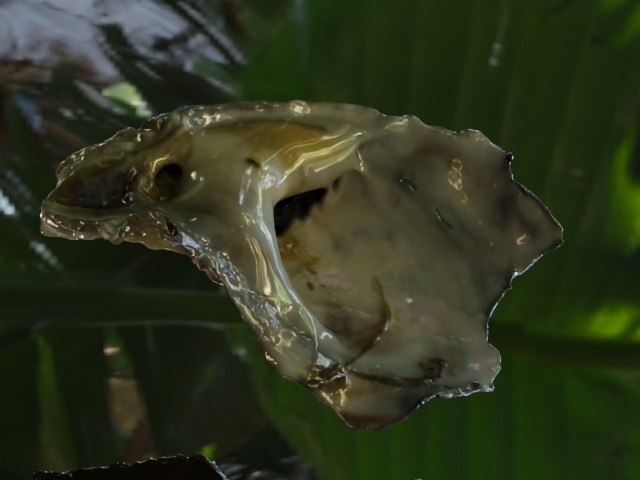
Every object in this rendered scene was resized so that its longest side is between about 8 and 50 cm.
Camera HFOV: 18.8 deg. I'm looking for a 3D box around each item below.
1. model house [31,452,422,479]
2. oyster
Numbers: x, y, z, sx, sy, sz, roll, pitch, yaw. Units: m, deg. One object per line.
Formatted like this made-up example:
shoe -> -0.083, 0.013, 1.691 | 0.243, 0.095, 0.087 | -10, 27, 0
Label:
model house -> -0.047, 0.167, 0.698 | 0.243, 0.211, 0.204 | 17, -43, 54
oyster -> -0.003, 0.006, 1.192 | 0.271, 0.275, 0.100 | 46, -39, 16
